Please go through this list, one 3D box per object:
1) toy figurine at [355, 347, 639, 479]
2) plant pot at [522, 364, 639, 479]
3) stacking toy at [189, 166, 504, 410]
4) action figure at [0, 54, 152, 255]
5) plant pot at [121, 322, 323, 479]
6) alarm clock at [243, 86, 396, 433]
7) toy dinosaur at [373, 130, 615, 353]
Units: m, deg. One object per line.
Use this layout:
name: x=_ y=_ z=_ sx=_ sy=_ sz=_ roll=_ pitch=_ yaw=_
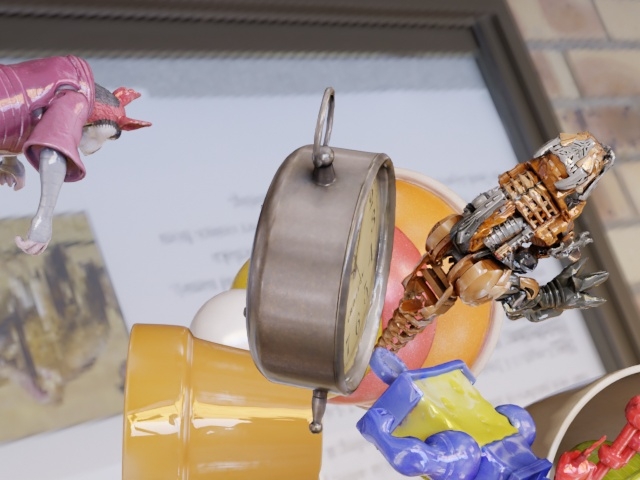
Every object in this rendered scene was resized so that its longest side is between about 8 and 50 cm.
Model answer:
toy figurine: x=0.143 y=0.136 z=1.008 sx=0.363 sy=0.217 sz=0.191 roll=-6 pitch=129 yaw=-58
plant pot: x=0.246 y=0.251 z=1.223 sx=0.257 sy=0.256 sz=0.274 roll=-15 pitch=179 yaw=-24
stacking toy: x=0.000 y=0.089 z=1.616 sx=0.351 sy=0.350 sz=0.480 roll=-27 pitch=172 yaw=28
action figure: x=-0.348 y=-0.138 z=1.287 sx=0.370 sy=0.275 sz=0.248 roll=-14 pitch=-156 yaw=-32
plant pot: x=-0.095 y=0.186 z=1.269 sx=0.188 sy=0.205 sz=0.205 roll=1 pitch=165 yaw=-4
alarm clock: x=0.000 y=0.000 z=0.666 sx=0.064 sy=0.129 sz=0.192 roll=11 pitch=135 yaw=10
toy dinosaur: x=0.173 y=0.005 z=1.324 sx=0.322 sy=0.164 sz=0.218 roll=-22 pitch=164 yaw=31
